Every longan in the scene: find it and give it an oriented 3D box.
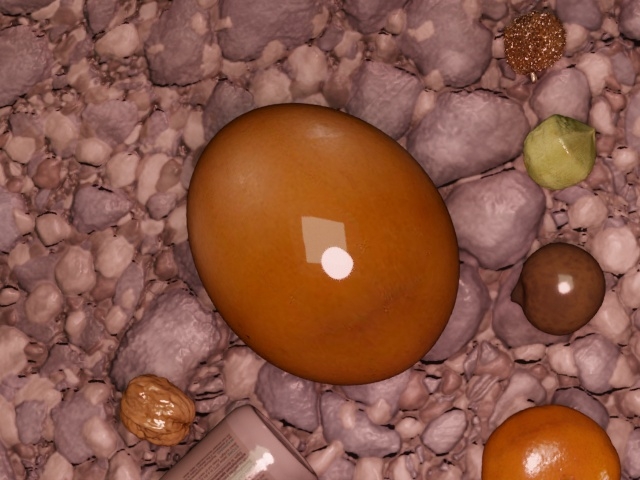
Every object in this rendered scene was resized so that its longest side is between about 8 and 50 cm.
[{"bbox_3d":[0.277,0.057,1.403,0.113,0.092,0.113,3,98,22],"label":"longan"}]

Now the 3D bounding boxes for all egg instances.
[{"bbox_3d":[0.000,0.000,1.353,0.282,0.282,0.351,-38,65,-2],"label":"egg"}]

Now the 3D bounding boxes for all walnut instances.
[{"bbox_3d":[-0.199,0.203,1.436,0.096,0.082,0.079,26,112,19],"label":"walnut"}]

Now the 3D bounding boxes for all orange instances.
[{"bbox_3d":[0.256,0.261,1.343,0.156,0.124,0.156,0,90,-5],"label":"orange"}]

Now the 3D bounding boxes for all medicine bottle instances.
[{"bbox_3d":[-0.119,0.304,1.373,0.215,0.135,0.135,-44,76,-3],"label":"medicine bottle"}]

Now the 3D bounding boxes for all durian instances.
[{"bbox_3d":[0.266,-0.240,1.484,0.080,0.080,0.091,-5,93,6],"label":"durian"}]

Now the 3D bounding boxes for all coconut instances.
[{"bbox_3d":[0.292,-0.109,1.442,0.096,0.088,0.088,-31,73,30],"label":"coconut"}]
